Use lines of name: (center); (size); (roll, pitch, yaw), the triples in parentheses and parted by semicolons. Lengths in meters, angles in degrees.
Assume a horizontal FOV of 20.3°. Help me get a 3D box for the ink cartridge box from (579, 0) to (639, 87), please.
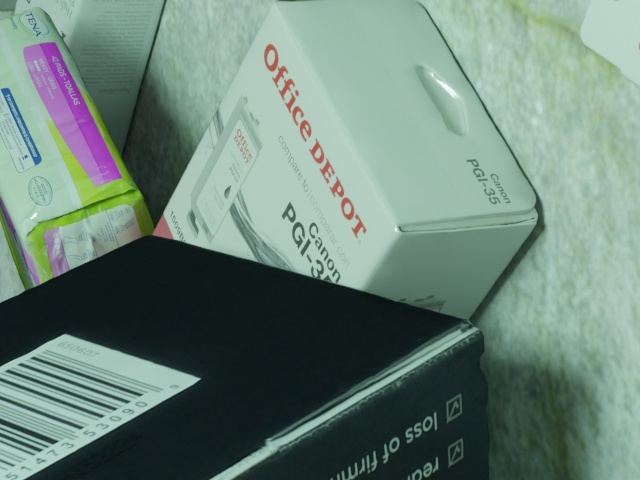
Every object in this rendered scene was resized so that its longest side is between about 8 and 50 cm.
ink cartridge box: (0.222, -0.109, 0.918); (0.181, 0.061, 0.104); (45, 130, 44)

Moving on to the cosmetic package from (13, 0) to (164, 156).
cosmetic package: (-0.205, -0.186, 1.538); (0.117, 0.085, 0.231); (51, 133, 41)

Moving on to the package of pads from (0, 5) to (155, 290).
package of pads: (-0.198, -0.005, 1.446); (0.297, 0.101, 0.229); (83, 162, -51)

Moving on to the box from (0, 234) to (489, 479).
box: (-0.144, 0.311, 1.034); (0.297, 0.480, 0.472); (14, 119, 40)

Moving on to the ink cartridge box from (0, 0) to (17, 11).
ink cartridge box: (-0.289, -0.333, 1.639); (0.154, 0.093, 0.212); (-32, 66, 55)

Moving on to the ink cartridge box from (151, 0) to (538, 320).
ink cartridge box: (0.000, 0.000, 1.219); (0.207, 0.117, 0.283); (63, 141, 30)
